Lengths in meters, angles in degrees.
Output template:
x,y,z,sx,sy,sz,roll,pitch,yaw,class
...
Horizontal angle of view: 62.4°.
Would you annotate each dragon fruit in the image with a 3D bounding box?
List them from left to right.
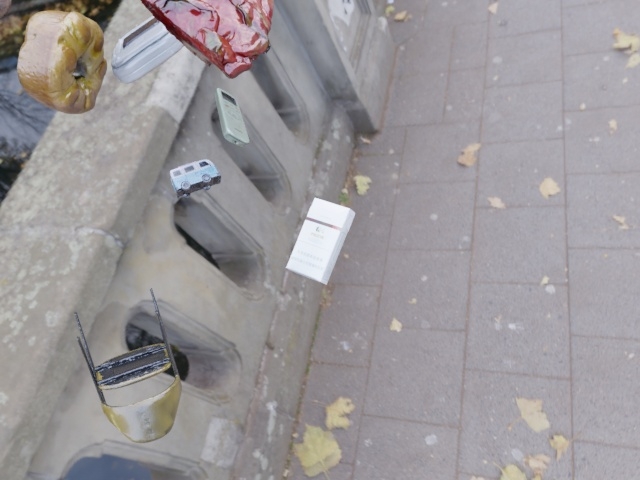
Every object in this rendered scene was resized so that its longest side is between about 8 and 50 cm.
x,y,z,sx,sy,sz,roll,pitch,yaw,class
-0.240,-0.551,1.215,0.286,0.228,0.329,-38,46,4,dragon fruit

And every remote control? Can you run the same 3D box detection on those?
x,y,z,sx,sy,sz,roll,pitch,yaw,class
-0.293,-0.403,1.725,0.038,0.090,0.309,-48,38,25,remote control

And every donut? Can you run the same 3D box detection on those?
x,y,z,sx,sy,sz,roll,pitch,yaw,class
-0.728,-0.504,1.513,0.150,0.317,0.299,13,57,-7,donut

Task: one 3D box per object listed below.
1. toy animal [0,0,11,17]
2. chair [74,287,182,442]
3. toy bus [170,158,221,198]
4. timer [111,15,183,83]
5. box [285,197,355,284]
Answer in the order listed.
x,y,z,sx,sy,sz,roll,pitch,yaw,class
-0.668,-0.522,0.974,0.154,0.250,0.166,16,44,10,toy animal
-0.375,0.253,1.061,0.158,0.247,0.172,-17,22,-19,chair
-0.330,-0.167,1.389,0.123,0.060,0.075,-23,77,-19,toy bus
-0.520,-0.593,1.600,0.262,0.087,0.237,-31,42,8,timer
0.000,0.000,1.045,0.084,0.040,0.154,19,82,28,box
